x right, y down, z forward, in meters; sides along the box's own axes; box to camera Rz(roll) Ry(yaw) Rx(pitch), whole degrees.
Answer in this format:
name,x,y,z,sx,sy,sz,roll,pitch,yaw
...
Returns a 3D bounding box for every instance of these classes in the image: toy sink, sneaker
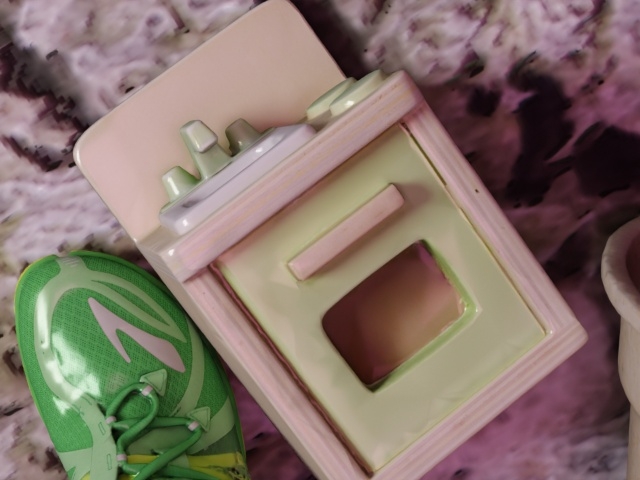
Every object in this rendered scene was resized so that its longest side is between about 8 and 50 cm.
name,x,y,z,sx,sy,sz,roll,pitch,yaw
toy sink,0.000,0.000,0.698,0.152,0.131,0.234,-37,100,-9
sneaker,-0.079,0.134,0.708,0.109,0.123,0.296,-22,80,-9

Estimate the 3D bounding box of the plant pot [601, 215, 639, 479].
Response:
name,x,y,z,sx,sy,sz,roll,pitch,yaw
plant pot,0.284,0.177,0.692,0.333,0.334,0.306,5,110,-6
